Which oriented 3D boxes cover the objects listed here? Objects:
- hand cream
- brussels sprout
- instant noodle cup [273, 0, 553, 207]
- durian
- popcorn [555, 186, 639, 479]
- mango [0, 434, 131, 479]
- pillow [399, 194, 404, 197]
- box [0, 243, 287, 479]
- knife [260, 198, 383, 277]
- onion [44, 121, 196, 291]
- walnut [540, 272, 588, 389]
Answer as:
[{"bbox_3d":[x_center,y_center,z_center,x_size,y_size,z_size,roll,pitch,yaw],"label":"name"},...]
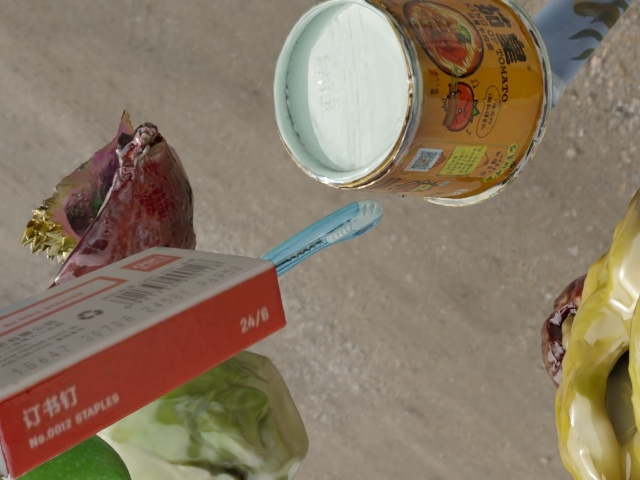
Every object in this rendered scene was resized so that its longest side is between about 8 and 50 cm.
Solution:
[{"bbox_3d":[0.302,-0.261,1.124,0.091,0.271,0.058,45,165,-7],"label":"hand cream"},{"bbox_3d":[-0.190,0.273,1.360,0.327,0.247,0.328,3,107,9],"label":"brussels sprout"},{"bbox_3d":[0.074,-0.133,0.914,0.215,0.172,0.216,6,99,43],"label":"instant noodle cup"},{"bbox_3d":[-0.308,-0.033,1.441,0.186,0.260,0.154,36,130,11],"label":"durian"},{"bbox_3d":[0.209,0.072,0.342,0.250,0.250,0.190,17,141,14],"label":"popcorn"},{"bbox_3d":[-0.321,0.180,0.720,0.381,0.225,0.201,2,164,3],"label":"mango"},{"bbox_3d":[0.063,-0.127,1.402,0.150,0.048,0.090,38,-178,-21],"label":"pillow"},{"bbox_3d":[-0.140,0.064,0.611,0.122,0.229,0.050,5,111,40],"label":"box"},{"bbox_3d":[0.000,0.000,1.571,0.222,0.031,0.064,-29,131,-5],"label":"knife"},{"bbox_3d":[-0.193,0.007,1.030,0.120,0.227,0.284,28,125,-6],"label":"onion"},{"bbox_3d":[0.420,0.154,1.314,0.269,0.244,0.221,2,165,-29],"label":"walnut"}]
